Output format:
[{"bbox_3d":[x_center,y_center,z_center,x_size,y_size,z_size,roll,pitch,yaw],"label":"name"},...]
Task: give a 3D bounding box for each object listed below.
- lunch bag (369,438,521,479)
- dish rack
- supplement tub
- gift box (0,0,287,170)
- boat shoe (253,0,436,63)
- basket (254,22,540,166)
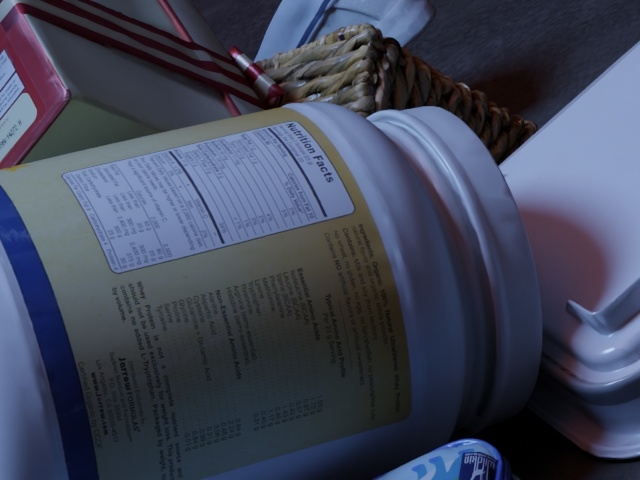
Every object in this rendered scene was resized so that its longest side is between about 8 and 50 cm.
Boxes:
[{"bbox_3d":[0.014,0.202,0.969,0.219,0.090,0.176,-25,24,26],"label":"lunch bag"},{"bbox_3d":[0.215,-0.043,1.160,0.333,0.072,0.285,-41,29,-7],"label":"dish rack"},{"bbox_3d":[-0.059,0.050,1.092,0.316,0.228,0.228,-14,12,-21],"label":"supplement tub"},{"bbox_3d":[-0.174,-0.031,1.297,0.255,0.258,0.276,-44,54,23],"label":"gift box"},{"bbox_3d":[0.026,-0.119,1.658,0.136,0.156,0.367,-50,-4,-28],"label":"boat shoe"},{"bbox_3d":[0.000,0.000,1.463,0.299,0.223,0.214,-14,60,43],"label":"basket"}]
